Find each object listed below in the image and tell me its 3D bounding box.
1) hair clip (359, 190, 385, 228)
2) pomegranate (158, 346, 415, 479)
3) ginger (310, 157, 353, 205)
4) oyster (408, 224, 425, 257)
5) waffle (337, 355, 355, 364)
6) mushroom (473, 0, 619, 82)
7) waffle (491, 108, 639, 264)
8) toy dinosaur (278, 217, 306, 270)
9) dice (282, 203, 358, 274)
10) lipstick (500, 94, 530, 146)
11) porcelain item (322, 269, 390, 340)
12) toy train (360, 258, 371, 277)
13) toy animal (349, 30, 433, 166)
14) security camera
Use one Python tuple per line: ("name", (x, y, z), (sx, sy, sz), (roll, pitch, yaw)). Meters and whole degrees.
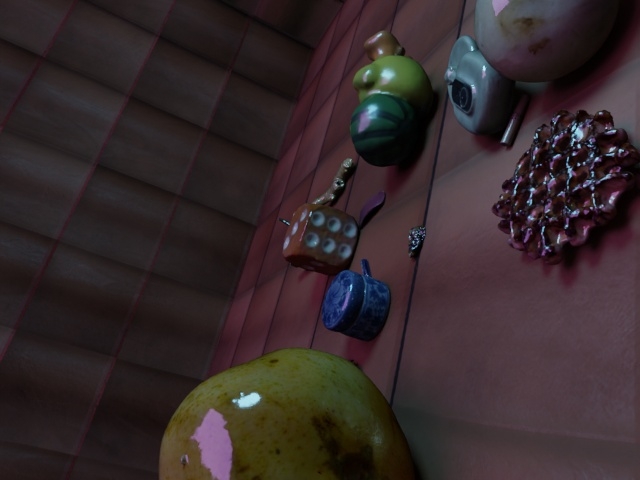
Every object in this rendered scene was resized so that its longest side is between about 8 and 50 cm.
("hair clip", (0.138, -0.088, 1.328), (0.137, 0.022, 0.054), (-50, 22, 46))
("pomegranate", (-0.064, 0.380, 0.735), (0.416, 0.417, 0.416), (-56, 21, 35))
("ginger", (0.038, -0.169, 1.665), (0.288, 0.075, 0.089), (-56, 25, 23))
("oyster", (0.204, 0.001, 1.024), (0.054, 0.019, 0.083), (-35, 37, 60))
("waffle", (0.003, 0.400, 1.084), (0.280, 0.060, 0.262), (-71, 17, -8))
("mushroom", (0.359, -0.363, 0.760), (0.207, 0.207, 0.215), (-59, -12, 27))
("waffle", (0.338, -0.077, 0.663), (0.234, 0.056, 0.221), (-96, 30, -66))
("toy dinosaur", (-0.094, 0.035, 1.618), (0.087, 0.179, 0.187), (-88, 23, -49))
("dice", (0.000, 0.000, 1.388), (0.179, 0.175, 0.173), (-12, 58, 66))
("lipstick", (0.350, -0.216, 0.844), (0.094, 0.019, 0.019), (-68, 17, 1))
("porcelain item", (0.076, 0.147, 1.078), (0.147, 0.114, 0.147), (-56, 22, 37))
("toy train", (0.116, 0.078, 1.203), (0.017, 0.017, 0.083), (-60, 20, 29))
("toy animal", (0.189, -0.356, 1.217), (0.191, 0.216, 0.337), (-1, 69, 43))
("security camera", (0.296, -0.319, 0.952), (0.301, 0.080, 0.157), (-100, 4, -58))
